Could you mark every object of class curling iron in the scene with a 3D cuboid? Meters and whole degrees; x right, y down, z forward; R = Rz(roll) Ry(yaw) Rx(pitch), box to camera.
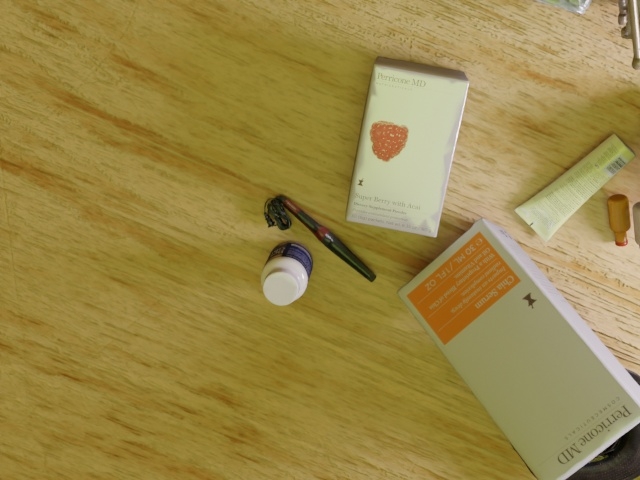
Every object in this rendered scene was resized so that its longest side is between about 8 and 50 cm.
[{"bbox_3d":[0.000,0.000,1.758,0.274,0.035,0.068,33,111,-4],"label":"curling iron"}]

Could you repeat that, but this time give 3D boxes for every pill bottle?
[{"bbox_3d":[-0.068,0.068,1.715,0.094,0.169,0.094,1,107,5],"label":"pill bottle"}]

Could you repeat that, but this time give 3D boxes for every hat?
[{"bbox_3d":[0.534,0.350,1.767,0.331,0.134,0.331,3,116,5],"label":"hat"}]

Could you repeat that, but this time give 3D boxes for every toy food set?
[{"bbox_3d":[0.679,-0.042,1.645,0.232,0.111,0.104,-11,118,8],"label":"toy food set"}]

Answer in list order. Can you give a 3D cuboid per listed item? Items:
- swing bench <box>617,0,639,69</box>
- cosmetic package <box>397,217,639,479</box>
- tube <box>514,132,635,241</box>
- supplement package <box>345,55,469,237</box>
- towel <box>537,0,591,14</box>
[{"bbox_3d":[0.565,-0.464,1.417,0.165,0.255,0.253,-10,127,15],"label":"swing bench"},{"bbox_3d":[0.378,0.203,1.611,0.230,0.161,0.453,-44,67,15],"label":"cosmetic package"},{"bbox_3d":[0.496,-0.107,1.671,0.240,0.062,0.070,-45,55,21],"label":"tube"},{"bbox_3d":[0.160,-0.180,1.613,0.177,0.175,0.293,10,107,3],"label":"supplement package"},{"bbox_3d":[0.382,-0.615,1.505,0.320,0.090,0.374,14,108,0],"label":"towel"}]
